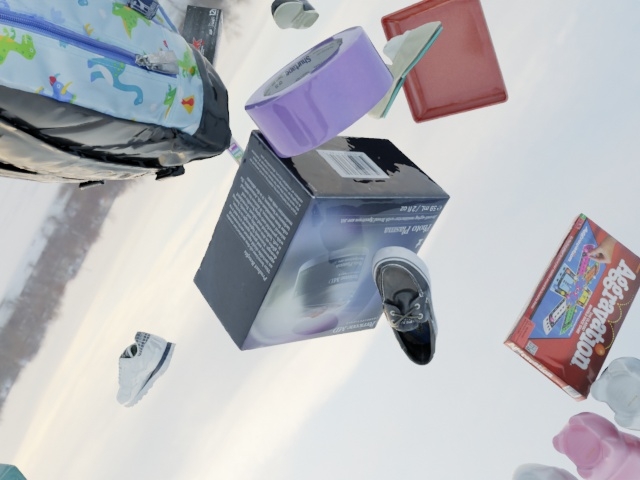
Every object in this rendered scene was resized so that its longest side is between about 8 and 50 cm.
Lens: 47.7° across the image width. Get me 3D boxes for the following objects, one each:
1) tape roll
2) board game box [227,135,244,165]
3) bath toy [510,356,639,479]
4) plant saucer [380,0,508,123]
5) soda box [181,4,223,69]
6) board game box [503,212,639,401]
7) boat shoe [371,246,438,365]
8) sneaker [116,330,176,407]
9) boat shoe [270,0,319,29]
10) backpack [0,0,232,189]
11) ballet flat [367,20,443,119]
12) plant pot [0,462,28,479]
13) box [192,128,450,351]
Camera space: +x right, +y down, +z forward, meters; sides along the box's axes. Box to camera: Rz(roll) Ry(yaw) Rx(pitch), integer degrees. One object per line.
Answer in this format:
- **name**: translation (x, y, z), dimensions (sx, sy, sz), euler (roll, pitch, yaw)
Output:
- **tape roll**: translation (-0.003, -0.198, 0.963), dimensions (0.189, 0.080, 0.189), euler (-30, -157, 14)
- **board game box**: translation (-0.181, -0.195, 1.421), dimensions (0.026, 0.154, 0.103), euler (-38, -135, 0)
- **bath toy**: translation (0.401, 0.271, 0.966), dimensions (0.151, 0.129, 0.348), euler (52, -59, 35)
- **plant saucer**: translation (0.279, -0.408, 1.597), dimensions (0.259, 0.258, 0.048), euler (-6, -161, 47)
- **soda box**: translation (-0.198, -0.291, 1.167), dimensions (0.053, 0.060, 0.168), euler (100, -3, -73)
- **board game box**: translation (0.408, 0.097, 1.136), dimensions (0.281, 0.145, 0.027), euler (-52, 180, -29)
- **boat shoe**: translation (0.127, 0.105, 1.057), dimensions (0.080, 0.228, 0.076), euler (-8, -134, 12)
- **sneaker**: translation (-0.401, 0.278, 1.580), dimensions (0.235, 0.095, 0.090), euler (-51, -158, 32)
- **boat shoe**: translation (-0.046, -0.348, 1.095), dimensions (0.049, 0.042, 0.133), euler (-41, 175, 24)
- **backpack**: translation (-0.295, -0.169, 0.680), dimensions (0.356, 0.290, 0.273), euler (-22, 110, -61)
- **ballet flat**: translation (0.140, -0.333, 1.386), dimensions (0.248, 0.086, 0.086), euler (124, -18, -45)
- **plant pot**: translation (-0.416, 0.353, 0.795), dimensions (0.234, 0.165, 0.165), euler (-27, -166, 20)
- **box**: translation (0.000, 0.000, 1.153), dimensions (0.182, 0.296, 0.294), euler (50, -52, 35)
